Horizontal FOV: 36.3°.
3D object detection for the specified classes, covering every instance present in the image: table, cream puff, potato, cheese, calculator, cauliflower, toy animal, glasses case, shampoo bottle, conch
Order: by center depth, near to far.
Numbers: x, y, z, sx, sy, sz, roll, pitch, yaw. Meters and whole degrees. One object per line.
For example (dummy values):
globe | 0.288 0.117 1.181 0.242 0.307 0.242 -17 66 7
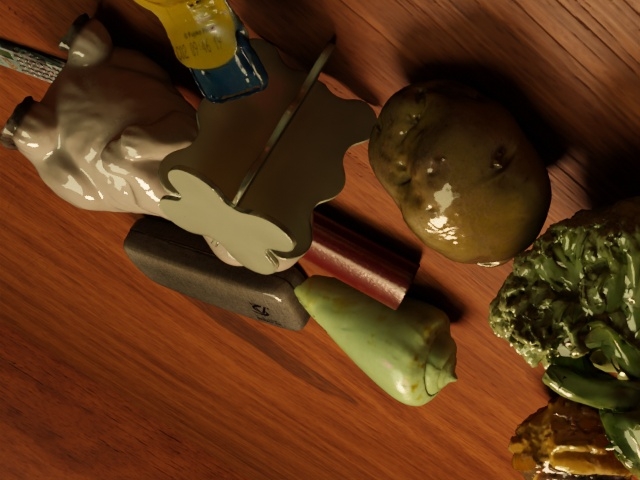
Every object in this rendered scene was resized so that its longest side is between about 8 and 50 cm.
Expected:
cheese | -0.133 -0.243 0.849 0.177 0.069 0.270 -7 117 44
cauliflower | 0.295 0.093 0.888 0.275 0.250 0.272 -7 147 10
potato | 0.135 -0.058 0.920 0.200 0.137 0.154 52 -175 -38
table | -0.048 -0.093 0.966 0.166 0.198 0.166 24 156 12
toy animal | -0.170 -0.085 1.132 0.357 0.194 0.258 31 179 -5
shampoo bottle | 0.000 0.000 1.274 0.260 0.064 0.102 29 165 3
calculator | -0.384 -0.234 1.293 0.172 0.018 0.057 22 154 20
cream puff | 0.354 0.283 1.363 0.189 0.130 0.189 4 165 1
conch | 0.092 0.130 1.373 0.250 0.143 0.137 29 135 45
glasses case | -0.164 0.052 1.553 0.323 0.074 0.131 16 155 27

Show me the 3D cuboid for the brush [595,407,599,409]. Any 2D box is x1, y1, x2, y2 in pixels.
brush | 0.429 0.228 1.299 0.248 0.036 0.043 23 161 -4
